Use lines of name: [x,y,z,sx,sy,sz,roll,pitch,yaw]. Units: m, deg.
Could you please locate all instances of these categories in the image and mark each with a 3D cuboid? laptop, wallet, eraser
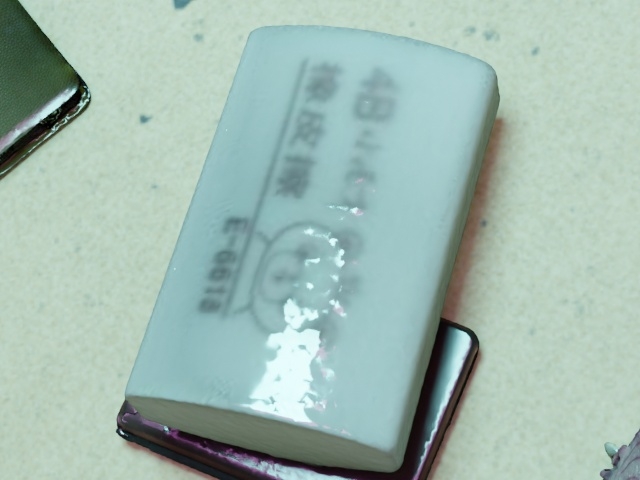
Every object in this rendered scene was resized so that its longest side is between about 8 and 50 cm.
laptop: [-0.015,0.095,1.033,0.207,0.026,0.154,20,77,16]
wallet: [-0.262,-0.144,1.156,0.110,0.031,0.198,-39,69,-2]
eraser: [0.000,0.000,1.001,0.174,0.095,0.270,11,66,16]

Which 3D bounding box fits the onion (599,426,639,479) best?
onion: [0.216,0.215,0.870,0.200,0.200,0.207,23,66,18]
